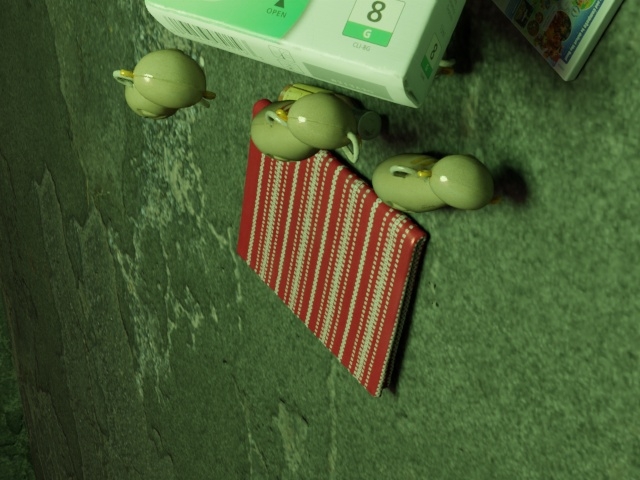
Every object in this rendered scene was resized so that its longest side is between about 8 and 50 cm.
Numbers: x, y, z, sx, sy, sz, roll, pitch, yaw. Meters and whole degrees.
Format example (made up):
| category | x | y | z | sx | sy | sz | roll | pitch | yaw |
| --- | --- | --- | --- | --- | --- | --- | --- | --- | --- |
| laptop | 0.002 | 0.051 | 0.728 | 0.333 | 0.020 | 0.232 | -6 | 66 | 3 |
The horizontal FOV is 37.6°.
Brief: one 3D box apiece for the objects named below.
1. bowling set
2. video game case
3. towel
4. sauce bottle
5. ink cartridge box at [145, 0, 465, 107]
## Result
| category | x | y | z | sx | sy | sz | roll | pitch | yaw |
| --- | --- | --- | --- | --- | --- | --- | --- | --- | --- |
| bowling set | 0.006 | -0.145 | 0.695 | 0.154 | 0.287 | 0.199 | -171 | 96 | -73 |
| video game case | 0.147 | -0.177 | 0.617 | 0.122 | 0.011 | 0.087 | 58 | 146 | 28 |
| towel | 0.000 | 0.000 | 0.939 | 0.275 | 0.031 | 0.198 | 44 | 137 | 40 |
| sauce bottle | 0.008 | -0.115 | 0.855 | 0.128 | 0.042 | 0.042 | 31 | 129 | 53 |
| ink cartridge box | 0.017 | -0.212 | 0.584 | 0.181 | 0.056 | 0.224 | 20 | 85 | 21 |
